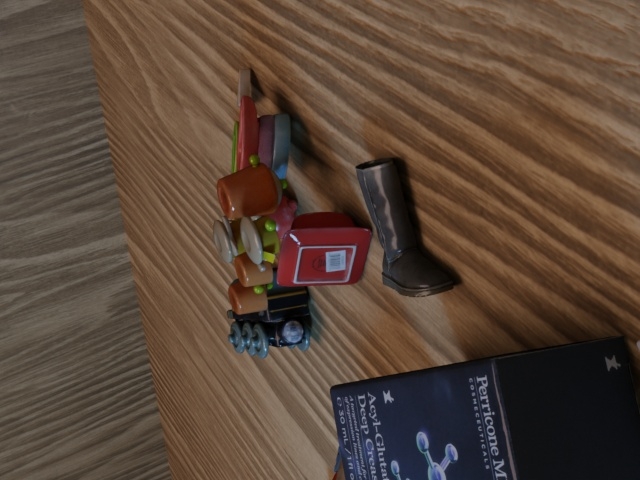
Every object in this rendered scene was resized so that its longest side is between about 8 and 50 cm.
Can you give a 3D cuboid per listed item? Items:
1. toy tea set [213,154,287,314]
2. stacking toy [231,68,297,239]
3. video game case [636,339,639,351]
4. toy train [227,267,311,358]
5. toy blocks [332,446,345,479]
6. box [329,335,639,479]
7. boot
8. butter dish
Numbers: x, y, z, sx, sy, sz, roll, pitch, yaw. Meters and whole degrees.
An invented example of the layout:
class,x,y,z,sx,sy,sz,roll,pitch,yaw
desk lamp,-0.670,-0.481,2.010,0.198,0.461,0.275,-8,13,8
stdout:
class,x,y,z,sx,sy,sz,roll,pitch,yaw
toy tea set,-0.111,0.001,1.628,0.200,0.124,0.336,64,158,24
stacking toy,-0.106,-0.169,1.766,0.309,0.130,0.279,103,167,-47
video game case,0.432,0.170,0.915,0.173,0.022,0.190,67,156,6
toy train,-0.122,0.158,1.975,0.334,0.142,0.190,171,92,-68
toy blocks,0.061,0.496,1.495,0.261,0.191,0.381,122,161,-69
box,0.212,0.303,1.140,0.395,0.212,0.293,-27,70,59
boot,0.128,-0.023,1.373,0.190,0.076,0.208,13,113,60
butter dish,0.000,0.000,1.590,0.160,0.160,0.118,100,165,-47
